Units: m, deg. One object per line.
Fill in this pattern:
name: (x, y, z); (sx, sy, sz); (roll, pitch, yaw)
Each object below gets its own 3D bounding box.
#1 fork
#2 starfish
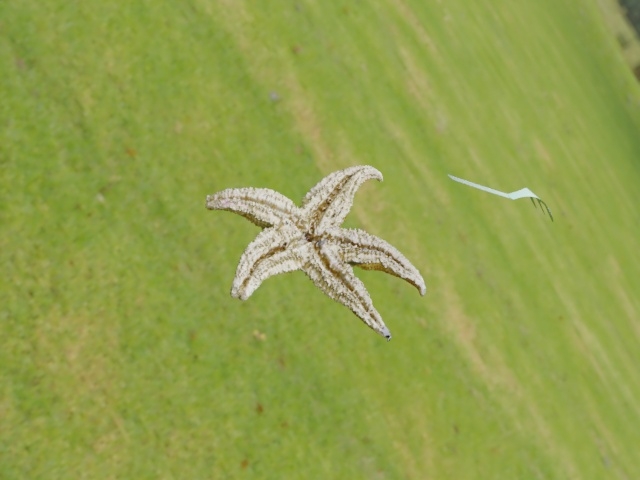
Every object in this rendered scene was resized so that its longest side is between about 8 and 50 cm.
fork: (0.207, -0.054, 1.348); (0.039, 0.021, 0.235); (41, 15, 32)
starfish: (0.000, 0.001, 1.200); (0.227, 0.043, 0.240); (39, 52, 2)
